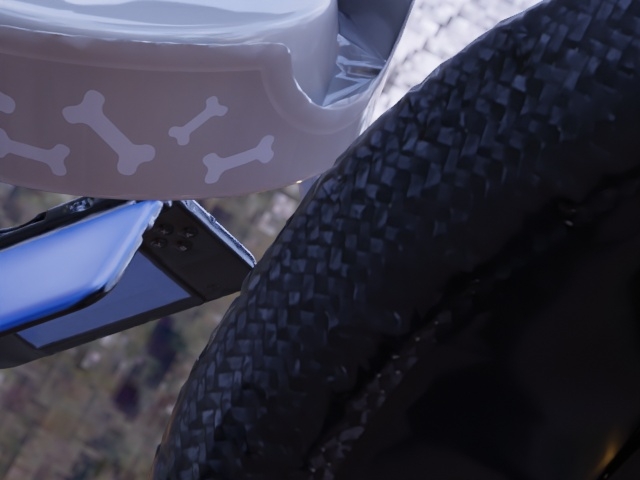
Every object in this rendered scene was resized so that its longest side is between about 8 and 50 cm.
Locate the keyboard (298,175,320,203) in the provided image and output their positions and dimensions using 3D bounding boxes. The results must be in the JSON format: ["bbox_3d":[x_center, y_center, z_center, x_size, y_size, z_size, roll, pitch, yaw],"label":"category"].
[{"bbox_3d":[0.000,0.000,1.672,0.072,0.014,0.256,-134,-146,-66],"label":"keyboard"}]

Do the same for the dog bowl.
[{"bbox_3d":[-0.117,-0.127,1.103,0.348,0.102,0.349,6,24,-3],"label":"dog bowl"}]

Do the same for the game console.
[{"bbox_3d":[-0.228,0.073,1.516,0.293,0.173,0.250,-18,-37,22],"label":"game console"}]

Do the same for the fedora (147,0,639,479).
[{"bbox_3d":[0.126,0.086,0.400,0.334,0.334,0.152,22,16,19],"label":"fedora"}]
